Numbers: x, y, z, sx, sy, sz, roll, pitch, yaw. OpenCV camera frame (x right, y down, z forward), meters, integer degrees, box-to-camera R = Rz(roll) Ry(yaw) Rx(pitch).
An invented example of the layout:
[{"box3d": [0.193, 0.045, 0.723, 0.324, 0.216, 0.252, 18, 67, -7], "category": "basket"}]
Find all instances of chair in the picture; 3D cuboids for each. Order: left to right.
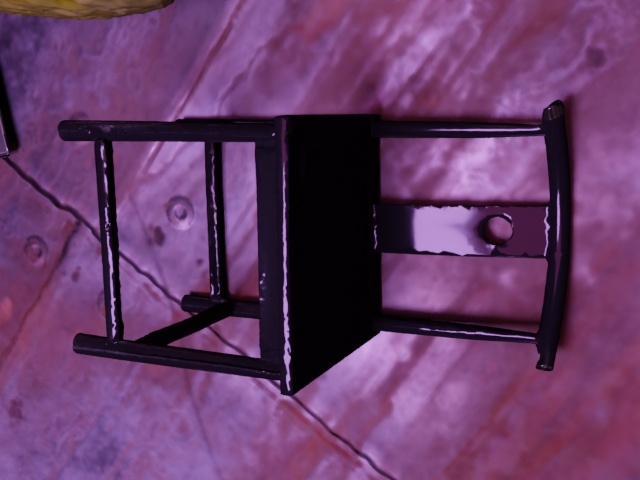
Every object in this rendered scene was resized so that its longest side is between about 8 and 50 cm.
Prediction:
[{"box3d": [0.000, 0.000, 0.464, 0.260, 0.141, 0.154, 3, 100, 24], "category": "chair"}]

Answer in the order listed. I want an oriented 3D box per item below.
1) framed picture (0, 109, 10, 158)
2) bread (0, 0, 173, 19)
[{"box3d": [-0.342, -0.172, 0.634, 0.197, 0.014, 0.252, -9, 95, 23], "category": "framed picture"}, {"box3d": [-0.219, -0.283, 0.400, 0.348, 0.348, 0.307, 12, 96, 19], "category": "bread"}]
